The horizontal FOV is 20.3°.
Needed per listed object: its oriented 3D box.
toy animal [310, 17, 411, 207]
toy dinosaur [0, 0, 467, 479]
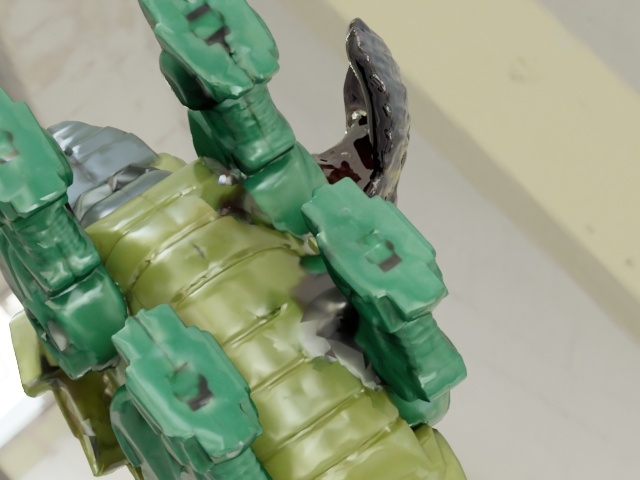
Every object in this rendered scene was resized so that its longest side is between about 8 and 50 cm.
[{"bbox_3d":[0.003,0.000,0.910,0.116,0.218,0.179,31,10,31],"label":"toy animal"},{"bbox_3d":[-0.007,0.044,0.429,0.259,0.094,0.153,49,-15,29],"label":"toy dinosaur"}]
